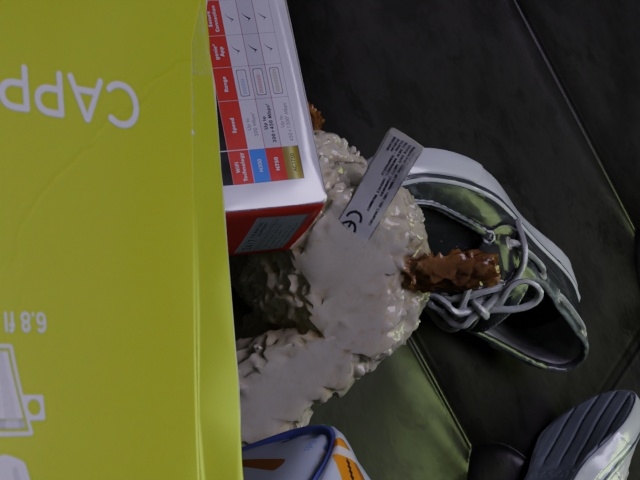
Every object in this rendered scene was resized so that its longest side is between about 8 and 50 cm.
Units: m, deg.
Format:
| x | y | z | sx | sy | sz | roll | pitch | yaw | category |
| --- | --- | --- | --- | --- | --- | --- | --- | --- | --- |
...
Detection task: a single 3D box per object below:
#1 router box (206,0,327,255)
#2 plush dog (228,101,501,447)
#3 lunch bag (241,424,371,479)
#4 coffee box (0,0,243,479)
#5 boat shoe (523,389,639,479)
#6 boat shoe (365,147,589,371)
| x | y | z | sx | sy | sz | roll | pitch | yaw | category |
| --- | --- | --- | --- | --- | --- | --- | --- | --- | --- |
| -0.177 | -0.150 | 0.945 | 0.301 | 0.082 | 0.335 | -5 | 73 | -19 | router box |
| 0.000 | 0.000 | 1.140 | 0.225 | 0.210 | 0.262 | -109 | -170 | -74 | plush dog |
| -0.082 | 0.227 | 0.844 | 0.115 | 0.243 | 0.303 | 56 | 34 | -14 | lunch bag |
| -0.250 | 0.087 | 0.537 | 0.337 | 0.334 | 0.338 | 5 | 77 | -46 | coffee box |
| 0.219 | 0.215 | 1.438 | 0.226 | 0.083 | 0.076 | -40 | 116 | -44 | boat shoe |
| 0.128 | 0.029 | 1.380 | 0.306 | 0.113 | 0.105 | 40 | 26 | -48 | boat shoe |
